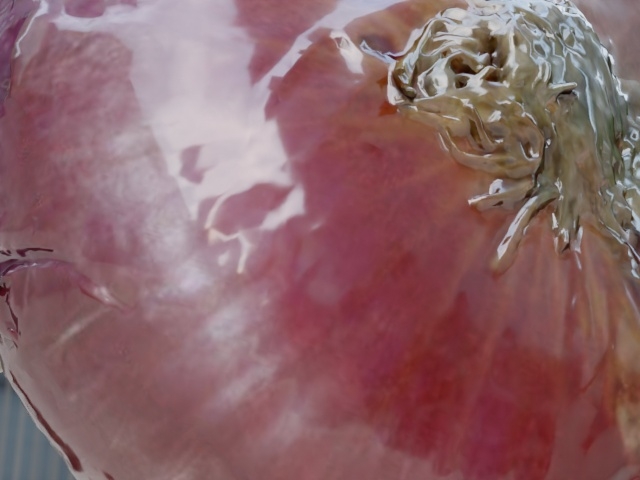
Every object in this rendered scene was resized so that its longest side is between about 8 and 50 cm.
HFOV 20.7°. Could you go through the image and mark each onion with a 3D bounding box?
[{"bbox_3d":[0.000,0.000,0.680,0.347,0.347,0.285,9,-27,-44],"label":"onion"}]

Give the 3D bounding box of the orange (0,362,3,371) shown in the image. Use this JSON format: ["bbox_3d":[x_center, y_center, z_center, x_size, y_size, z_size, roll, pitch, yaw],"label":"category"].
[{"bbox_3d":[-0.405,0.003,1.786,0.329,0.249,0.329,33,2,-1],"label":"orange"}]
